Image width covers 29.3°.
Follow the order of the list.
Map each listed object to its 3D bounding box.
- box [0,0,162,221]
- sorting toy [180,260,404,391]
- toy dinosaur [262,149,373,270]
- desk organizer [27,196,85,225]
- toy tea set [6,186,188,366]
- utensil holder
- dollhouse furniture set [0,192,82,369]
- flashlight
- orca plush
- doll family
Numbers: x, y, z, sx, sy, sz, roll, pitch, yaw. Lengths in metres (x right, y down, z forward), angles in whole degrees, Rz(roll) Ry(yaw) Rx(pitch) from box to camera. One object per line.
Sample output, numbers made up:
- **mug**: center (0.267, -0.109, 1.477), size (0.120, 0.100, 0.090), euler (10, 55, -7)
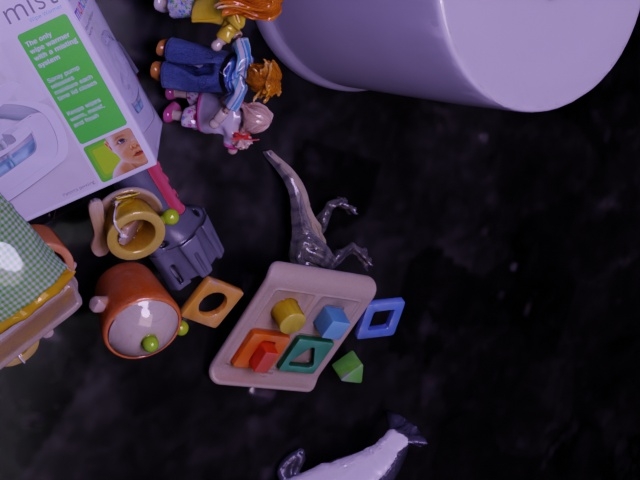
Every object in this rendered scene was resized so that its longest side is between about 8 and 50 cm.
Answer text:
- **box**: center (-0.336, -0.148, 1.292), size (0.262, 0.126, 0.231), euler (-22, 118, 7)
- **sorting toy**: center (-0.032, 0.126, 1.622), size (0.348, 0.047, 0.196), euler (10, 120, -37)
- **toy dinosaur**: center (0.000, 0.000, 1.650), size (0.118, 0.064, 0.268), euler (-15, 106, -23)
- **desk organizer**: center (-0.332, -0.032, 1.431), size (0.130, 0.047, 0.050), euler (-32, 120, -22)
- **toy tea set**: center (-0.304, 0.077, 1.387), size (0.336, 0.124, 0.200), euler (-18, 132, -15)
- **utensil holder**: center (0.144, -0.324, 1.464), size (0.328, 0.385, 0.327), euler (-9, 107, -32)
- **dollhouse furniture set**: center (-0.395, 0.097, 1.219), size (0.301, 0.151, 0.197), euler (-38, 121, -3)
- **flashlight**: center (-0.211, -0.091, 1.471), size (0.103, 0.103, 0.304), euler (-26, 122, 6)
- **orca plush**: center (0.015, 0.355, 1.751), size (0.151, 0.102, 0.287), euler (37, 66, 11)
- **doll family**: center (-0.115, -0.228, 1.431), size (0.118, 0.163, 0.263), euler (-17, 116, -65)
